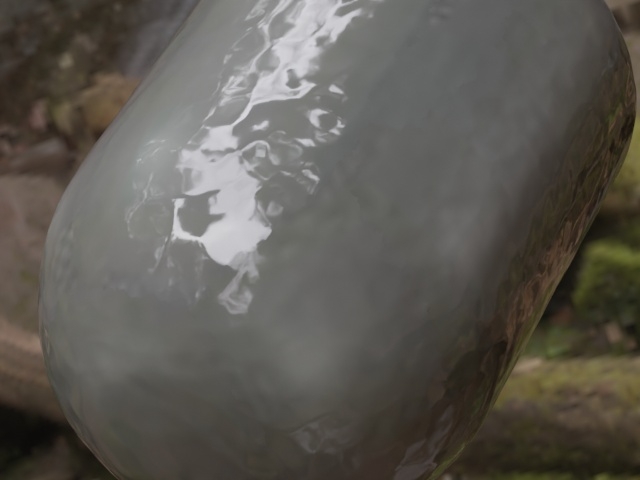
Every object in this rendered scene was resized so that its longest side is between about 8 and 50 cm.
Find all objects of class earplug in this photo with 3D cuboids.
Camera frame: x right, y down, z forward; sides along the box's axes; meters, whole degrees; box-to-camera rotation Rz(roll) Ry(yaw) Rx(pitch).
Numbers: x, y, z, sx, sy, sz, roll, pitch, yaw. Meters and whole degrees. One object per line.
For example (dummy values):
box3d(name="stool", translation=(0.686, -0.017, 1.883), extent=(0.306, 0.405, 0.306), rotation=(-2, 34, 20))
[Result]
box3d(name="earplug", translation=(0.000, 0.000, 1.206), extent=(0.312, 0.313, 0.394), rotation=(-10, 35, 39))
